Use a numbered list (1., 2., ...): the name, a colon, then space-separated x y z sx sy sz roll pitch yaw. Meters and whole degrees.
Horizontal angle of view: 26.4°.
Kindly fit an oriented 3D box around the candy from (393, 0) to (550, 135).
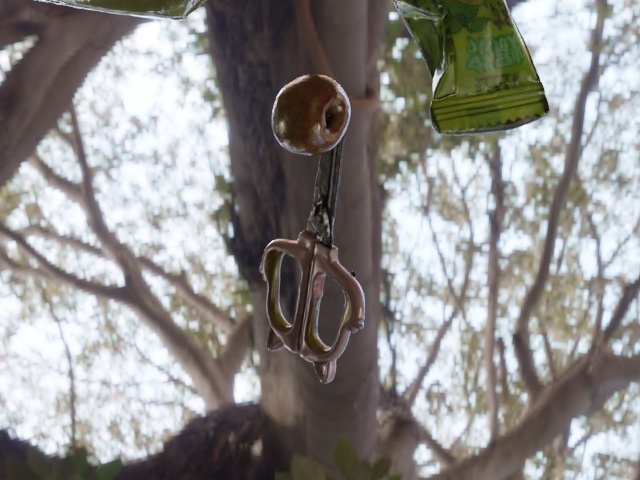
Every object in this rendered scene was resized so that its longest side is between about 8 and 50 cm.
1. candy: 0.136 -0.226 1.378 0.149 0.069 0.246 -14 -108 -29

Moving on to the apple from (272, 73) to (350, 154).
1. apple: -0.012 -0.127 1.385 0.071 0.084 0.084 19 -131 39

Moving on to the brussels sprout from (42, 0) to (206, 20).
1. brussels sprout: -0.146 -0.274 0.763 0.327 0.328 0.247 11 -150 13

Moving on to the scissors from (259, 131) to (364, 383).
1. scissors: 0.000 0.000 1.488 0.160 0.318 0.024 29 -149 35
